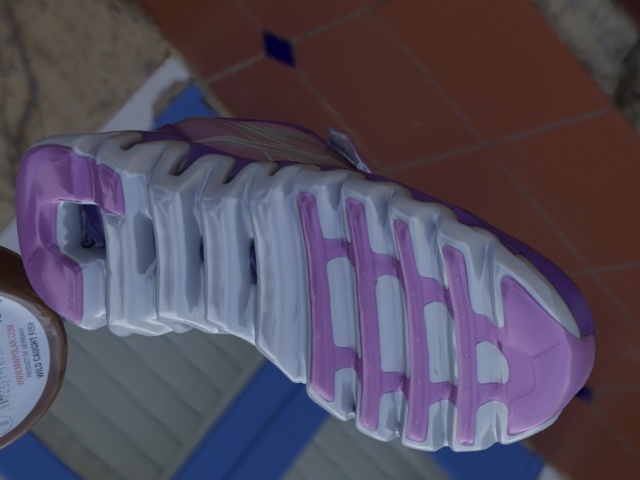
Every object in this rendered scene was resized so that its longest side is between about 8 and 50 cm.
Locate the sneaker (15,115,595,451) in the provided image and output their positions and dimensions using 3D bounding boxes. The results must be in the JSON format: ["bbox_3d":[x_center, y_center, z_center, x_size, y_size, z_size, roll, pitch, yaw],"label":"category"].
[{"bbox_3d":[0.000,0.000,0.526,0.236,0.104,0.095,17,117,29],"label":"sneaker"}]

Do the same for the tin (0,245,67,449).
[{"bbox_3d":[-0.203,0.061,0.598,0.040,0.190,0.106,-132,32,-52],"label":"tin"}]
